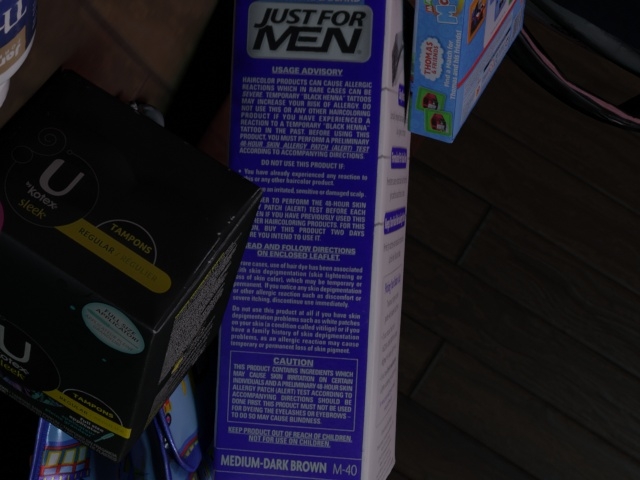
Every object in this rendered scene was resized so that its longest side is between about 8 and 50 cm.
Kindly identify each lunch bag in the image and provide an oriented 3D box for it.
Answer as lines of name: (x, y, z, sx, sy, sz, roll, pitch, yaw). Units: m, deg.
lunch bag: (-0.124, 0.109, 1.001, 0.221, 0.138, 0.293, -59, 149, -75)

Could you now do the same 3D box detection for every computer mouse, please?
computer mouse: (-0.182, 0.122, 1.122, 0.106, 0.042, 0.193, -63, 172, 32)

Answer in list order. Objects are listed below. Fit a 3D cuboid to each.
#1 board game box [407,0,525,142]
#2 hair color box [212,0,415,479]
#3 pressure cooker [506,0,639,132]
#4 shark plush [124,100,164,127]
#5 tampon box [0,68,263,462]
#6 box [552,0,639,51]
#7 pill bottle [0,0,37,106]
board game box: (0.107, -0.196, 1.004, 0.160, 0.039, 0.211, -56, 157, -44)
hair color box: (0.000, 0.000, 1.012, 0.185, 0.110, 0.338, -15, 109, -81)
pressure cooker: (0.286, -0.304, 1.208, 0.420, 0.370, 0.375, -61, 170, -3)
shark plush: (-0.093, -0.052, 0.854, 0.073, 0.067, 0.161, -56, 173, -18)
tampon box: (-0.116, 0.018, 0.771, 0.101, 0.120, 0.161, -55, 173, -33)
box: (0.147, -0.249, 0.519, 0.312, 0.343, 0.179, -55, 172, -27)
pill bottle: (-0.123, -0.085, 0.473, 0.067, 0.067, 0.120, -54, 172, -30)
